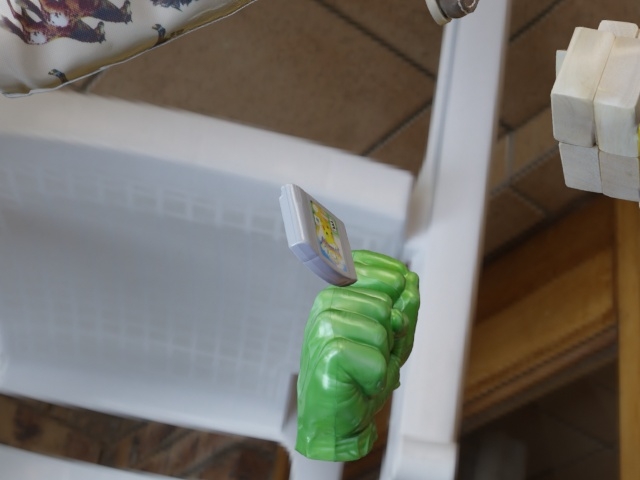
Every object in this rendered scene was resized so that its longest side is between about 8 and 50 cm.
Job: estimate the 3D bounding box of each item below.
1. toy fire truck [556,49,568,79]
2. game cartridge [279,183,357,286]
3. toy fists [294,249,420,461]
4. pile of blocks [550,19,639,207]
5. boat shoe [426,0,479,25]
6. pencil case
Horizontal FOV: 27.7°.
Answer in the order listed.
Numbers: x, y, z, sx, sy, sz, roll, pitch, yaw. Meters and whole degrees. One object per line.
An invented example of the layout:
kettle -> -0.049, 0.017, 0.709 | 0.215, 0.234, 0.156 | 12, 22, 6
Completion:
toy fire truck -> 0.394, -0.243, 1.448 | 0.246, 0.217, 0.158 | -1, 177, 3
game cartridge -> 0.000, 0.000, 0.896 | 0.017, 0.056, 0.083 | -20, 151, 21
toy fists -> 0.041, 0.096, 1.241 | 0.096, 0.279, 0.142 | 5, 107, 12
pile of blocks -> 0.275, -0.024, 0.694 | 0.362, 0.113, 0.149 | 35, 153, -25
boat shoe -> 0.188, -0.409, 1.554 | 0.096, 0.324, 0.116 | 0, 155, 25
pencil case -> -0.179, -0.281, 1.265 | 0.410, 0.160, 0.183 | -24, 123, -1
